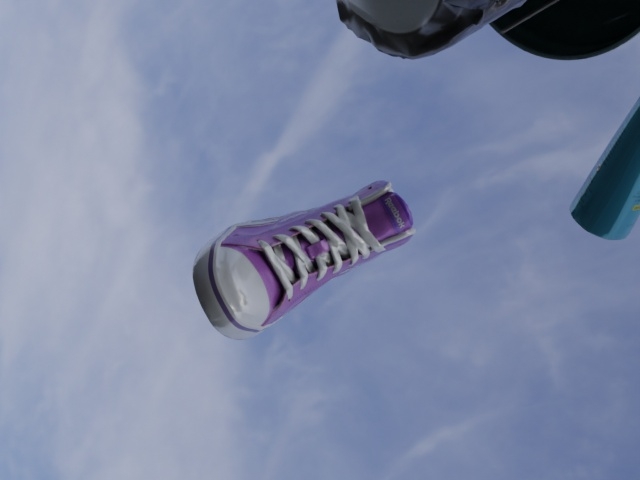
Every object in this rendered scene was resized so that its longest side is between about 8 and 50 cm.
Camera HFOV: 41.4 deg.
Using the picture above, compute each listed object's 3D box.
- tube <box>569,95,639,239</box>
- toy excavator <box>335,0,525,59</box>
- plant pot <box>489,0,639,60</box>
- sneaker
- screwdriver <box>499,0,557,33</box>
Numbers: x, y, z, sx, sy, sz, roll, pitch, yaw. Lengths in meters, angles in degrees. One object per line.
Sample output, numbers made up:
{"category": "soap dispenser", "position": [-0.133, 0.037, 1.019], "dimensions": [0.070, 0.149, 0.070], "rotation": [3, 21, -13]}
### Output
{"category": "tube", "position": [0.255, -0.094, 0.637], "dimensions": [0.052, 0.080, 0.207], "rotation": [31, -51, 17]}
{"category": "toy excavator", "position": [0.029, -0.351, 0.235], "dimensions": [0.433, 0.222, 0.445], "rotation": [50, -22, 17]}
{"category": "plant pot", "position": [0.328, -0.373, 0.970], "dimensions": [0.293, 0.196, 0.293], "rotation": [28, -50, 39]}
{"category": "sneaker", "position": [0.000, -0.001, 0.818], "dimensions": [0.161, 0.282, 0.102], "rotation": [-26, -87, 28]}
{"category": "screwdriver", "position": [0.271, -0.269, 0.926], "dimensions": [0.170, 0.025, 0.024], "rotation": [-30, -116, 37]}
